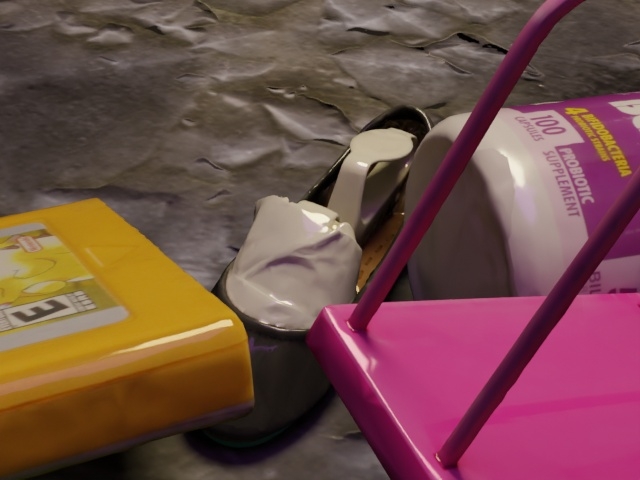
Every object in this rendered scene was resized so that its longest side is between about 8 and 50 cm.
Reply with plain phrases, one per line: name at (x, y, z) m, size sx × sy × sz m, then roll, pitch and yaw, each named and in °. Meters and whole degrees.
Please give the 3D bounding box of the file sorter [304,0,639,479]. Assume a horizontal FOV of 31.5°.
file sorter at (0.174, 0.067, 0.372) m, size 0.202 × 0.182 × 0.291 m, roll 1°, pitch 41°, yaw -37°

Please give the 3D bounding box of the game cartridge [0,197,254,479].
game cartridge at (-0.230, 0.054, 0.550) m, size 0.323 × 0.053 × 0.285 m, roll -11°, pitch 18°, yaw -22°

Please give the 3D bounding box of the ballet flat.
ballet flat at (0.000, 0.000, 0.691) m, size 0.095 × 0.096 × 0.280 m, roll 19°, pitch 41°, yaw 16°

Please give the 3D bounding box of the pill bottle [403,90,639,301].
pill bottle at (0.215, -0.007, 0.665) m, size 0.301 × 0.169 × 0.169 m, roll -9°, pitch 41°, yaw -16°
